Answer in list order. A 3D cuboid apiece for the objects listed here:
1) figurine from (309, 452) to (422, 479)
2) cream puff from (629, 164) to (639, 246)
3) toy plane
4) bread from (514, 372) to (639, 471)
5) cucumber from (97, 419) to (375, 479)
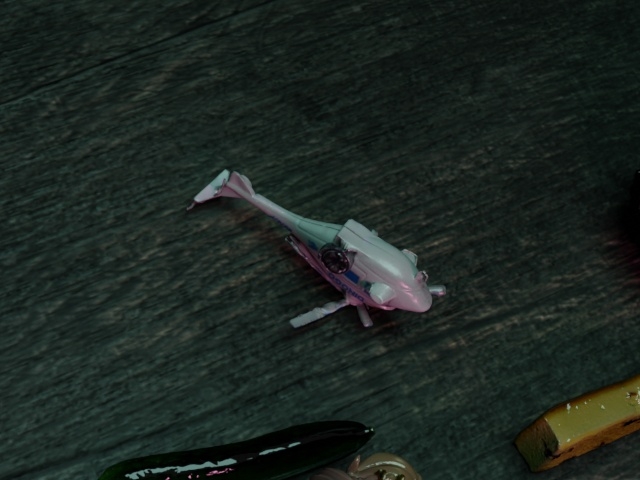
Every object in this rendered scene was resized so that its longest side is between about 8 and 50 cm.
[{"bbox_3d":[0.039,0.258,1.386,0.114,0.126,0.157,53,53,-18],"label":"figurine"},{"bbox_3d":[0.477,-0.033,1.676,0.239,0.165,0.239,11,55,-17],"label":"cream puff"},{"bbox_3d":[0.004,-0.007,1.538,0.182,0.107,0.273,-28,68,-36],"label":"toy plane"},{"bbox_3d":[0.322,0.186,1.541,0.226,0.088,0.049,-17,66,-25],"label":"bread"},{"bbox_3d":[-0.080,0.221,1.404,0.284,0.056,0.056,-8,63,-20],"label":"cucumber"}]
